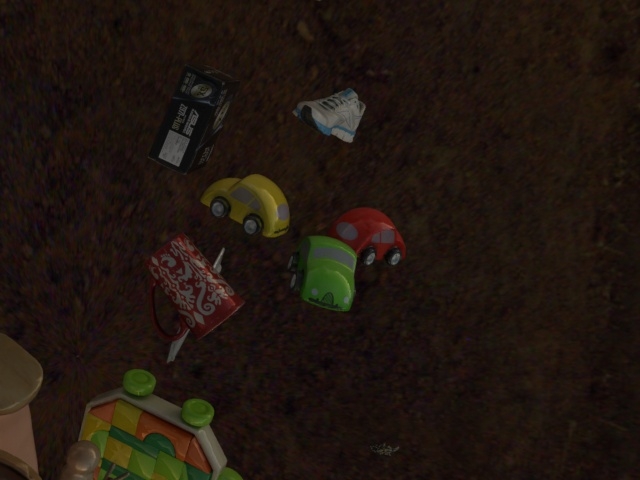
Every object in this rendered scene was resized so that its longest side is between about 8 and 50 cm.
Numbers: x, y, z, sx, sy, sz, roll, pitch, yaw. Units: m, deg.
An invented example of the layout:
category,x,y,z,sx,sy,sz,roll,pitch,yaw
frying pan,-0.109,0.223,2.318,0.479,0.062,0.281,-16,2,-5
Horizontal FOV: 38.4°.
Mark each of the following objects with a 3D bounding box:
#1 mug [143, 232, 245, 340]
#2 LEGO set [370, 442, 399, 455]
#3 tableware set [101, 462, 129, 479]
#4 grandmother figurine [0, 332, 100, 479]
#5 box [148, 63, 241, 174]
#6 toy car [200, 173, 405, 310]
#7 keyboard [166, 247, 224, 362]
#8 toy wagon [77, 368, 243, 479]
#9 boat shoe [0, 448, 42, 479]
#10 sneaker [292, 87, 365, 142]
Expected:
category,x,y,z,sx,sy,sz,roll,pitch,yaw
mug,-0.243,0.089,1.647,0.150,0.113,0.169,-39,94,-28
LEGO set,0.119,0.404,1.763,0.054,0.083,0.024,-2,84,27
tableware set,-0.399,0.426,1.454,0.194,0.128,0.039,-30,105,12
grandmother figurine,-0.279,0.229,0.746,0.207,0.342,0.104,-9,43,-14
box,-0.224,-0.220,1.653,0.077,0.147,0.180,25,102,1
toy car,0.000,0.000,0.933,0.239,0.225,0.053,16,110,-14
keyboard,-0.242,0.123,1.801,0.014,0.072,0.256,20,49,4
toy wagon,-0.263,0.391,1.611,0.344,0.068,0.267,24,115,12
boat shoe,-0.267,0.150,0.520,0.206,0.073,0.073,6,113,-2
sneaker,0.020,-0.217,1.508,0.071,0.190,0.083,39,105,17
